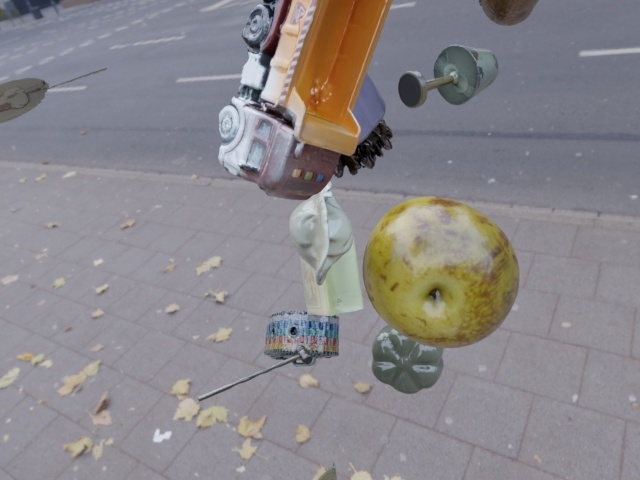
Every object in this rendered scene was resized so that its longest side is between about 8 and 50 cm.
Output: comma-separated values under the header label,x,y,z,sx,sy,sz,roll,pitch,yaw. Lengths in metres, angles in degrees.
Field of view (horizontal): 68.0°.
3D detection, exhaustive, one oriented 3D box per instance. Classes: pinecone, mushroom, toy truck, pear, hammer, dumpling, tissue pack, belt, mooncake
label,x,y,z,sx,sy,sz,roll,pitch,yaw
pinecone,0.071,-0.327,1.447,0.298,0.242,0.295,33,58,5
mushroom,0.382,-0.547,0.905,0.154,0.253,0.253,17,43,11
toy truck,-0.011,-0.181,0.501,0.114,0.270,0.135,4,22,-48
pear,0.210,0.051,0.855,0.281,0.280,0.280,-11,35,8
hammer,-0.161,0.335,1.177,0.293,0.029,0.058,-20,24,-18
dumpling,0.003,0.002,0.824,0.111,0.181,0.155,-19,31,17
tissue pack,0.024,0.083,1.292,0.125,0.234,0.159,-6,-6,-24
belt,-0.068,0.318,1.505,0.295,0.207,0.160,-19,64,47
mooncake,0.307,0.415,1.686,0.275,0.274,0.135,-4,9,17

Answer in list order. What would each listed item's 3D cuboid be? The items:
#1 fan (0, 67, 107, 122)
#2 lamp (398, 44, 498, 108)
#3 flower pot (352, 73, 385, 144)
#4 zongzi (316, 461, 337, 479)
label,x,y,z,sx,sy,sz,roll,pitch,yaw
fan,-0.625,-0.331,1.049,0.329,0.009,0.191,-35,8,-29
lamp,0.264,-0.335,0.974,0.215,0.121,0.121,-22,34,-25
flower pot,-0.013,-0.358,1.111,0.265,0.243,0.264,-17,49,21
zongzi,0.041,0.730,1.364,0.115,0.228,0.256,41,41,2
